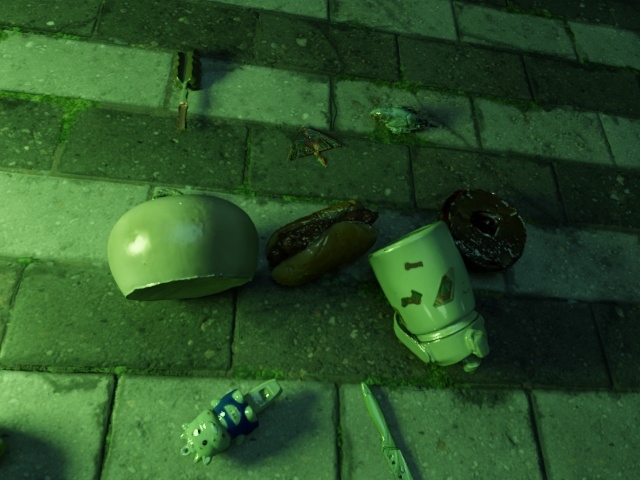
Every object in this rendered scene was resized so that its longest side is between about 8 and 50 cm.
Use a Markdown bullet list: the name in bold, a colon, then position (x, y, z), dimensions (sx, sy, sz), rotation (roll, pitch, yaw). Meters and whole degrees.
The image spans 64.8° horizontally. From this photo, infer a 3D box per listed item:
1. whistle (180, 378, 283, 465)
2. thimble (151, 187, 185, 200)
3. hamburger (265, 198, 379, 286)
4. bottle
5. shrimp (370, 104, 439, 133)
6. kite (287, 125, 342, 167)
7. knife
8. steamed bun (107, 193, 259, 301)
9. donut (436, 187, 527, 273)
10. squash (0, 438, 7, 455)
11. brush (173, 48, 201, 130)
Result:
- **whistle**: position (-0.187, 0.377, 1.075), dimensions (0.244, 0.092, 0.110), rotation (-30, 68, -23)
- **thimble**: position (-0.378, -0.081, 1.294), dimensions (0.109, 0.062, 0.084), rotation (35, 62, 8)
- **hamburger**: position (0.000, 0.000, 1.280), dimensions (0.282, 0.245, 0.156), rotation (-35, 75, 20)
- **bottle**: position (0.275, 0.148, 1.227), dimensions (0.229, 0.229, 0.352), rotation (-26, 91, -23)
- **shrimp**: position (0.269, -0.378, 1.592), dimensions (0.232, 0.079, 0.090), rotation (10, 97, -10)
- **kite**: position (-0.023, -0.280, 1.509), dimensions (0.189, 0.010, 0.159), rotation (-19, 69, -19)
- **knife**: position (0.154, 0.462, 1.147), dimensions (0.043, 0.020, 0.293), rotation (-18, 68, -23)
- **steamed bun**: position (-0.299, 0.011, 1.115), dimensions (0.323, 0.324, 0.207), rotation (-7, 77, -16)
- **donut**: position (0.448, -0.025, 1.425), dimensions (0.269, 0.103, 0.270), rotation (7, 61, -12)
- **squash**: position (-0.677, 0.387, 0.930), dimensions (0.170, 0.170, 0.123), rotation (37, 49, 8)
- **brush**: position (-0.397, -0.441, 1.482), dimensions (0.084, 0.071, 0.301), rotation (-4, 63, -1)
